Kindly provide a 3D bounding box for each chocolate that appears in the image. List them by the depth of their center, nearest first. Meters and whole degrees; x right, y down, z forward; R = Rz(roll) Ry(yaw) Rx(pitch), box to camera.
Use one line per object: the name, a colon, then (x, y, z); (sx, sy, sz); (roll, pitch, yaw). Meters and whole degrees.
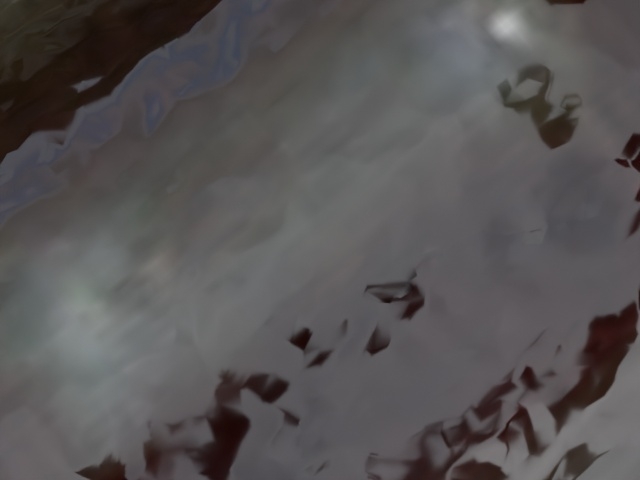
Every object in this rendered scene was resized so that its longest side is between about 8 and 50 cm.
chocolate: (0.000, 0.000, 0.628); (0.331, 0.383, 0.384); (-44, 119, 12)
